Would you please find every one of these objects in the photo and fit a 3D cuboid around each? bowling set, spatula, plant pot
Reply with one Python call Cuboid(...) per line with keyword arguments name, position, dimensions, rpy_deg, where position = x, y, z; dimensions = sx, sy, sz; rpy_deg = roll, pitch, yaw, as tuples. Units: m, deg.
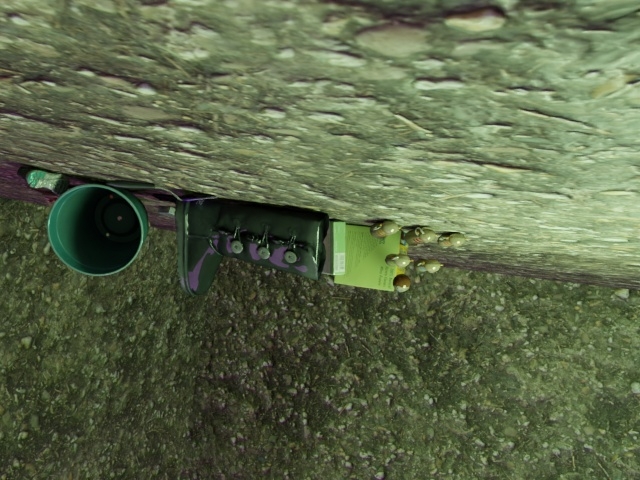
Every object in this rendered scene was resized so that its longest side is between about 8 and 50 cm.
Cuboid(name="bowling set", position=(0.281, 0.053, 1.556), dimensions=(0.287, 0.199, 0.154), rpy_deg=(5, 176, -10))
Cuboid(name="spatula", position=(-0.438, -0.136, 1.476), dimensions=(0.297, 0.030, 0.084), rpy_deg=(11, 180, -28))
Cuboid(name="plant pot", position=(-0.659, -0.055, 1.663), dimensions=(0.272, 0.271, 0.255), rpy_deg=(9, -168, -6))

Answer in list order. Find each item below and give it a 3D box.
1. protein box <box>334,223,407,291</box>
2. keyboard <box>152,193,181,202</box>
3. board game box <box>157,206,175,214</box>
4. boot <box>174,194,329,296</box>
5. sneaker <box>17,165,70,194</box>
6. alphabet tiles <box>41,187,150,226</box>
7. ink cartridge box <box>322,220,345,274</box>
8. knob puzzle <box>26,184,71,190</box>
Cuboid(name="protein box", position=(0.172, 0.059, 1.768), dimensions=(0.201, 0.199, 0.136), rpy_deg=(6, 176, 21))
Cuboid(name="keyboard", position=(-0.437, -0.117, 1.715), dimensions=(0.192, 0.038, 0.100), rpy_deg=(8, 176, 14))
Cuboid(name="board game box", position=(-0.568, -0.100, 2.161), dimensions=(0.154, 0.026, 0.104), rpy_deg=(23, 167, -41))
Cuboid(name="boot", position=(-0.205, 0.051, 1.630), dimensions=(0.446, 0.366, 0.146), rpy_deg=(7, -143, 6))
Cuboid(name="sneaker", position=(-0.792, -0.179, 1.526), dimensions=(0.076, 0.064, 0.166), rpy_deg=(24, 177, 15))
Cuboid(name="alphabet tiles", position=(-0.808, -0.108, 1.937), dimensions=(0.343, 0.011, 0.285), rpy_deg=(5, 153, -5))
Cuboid(name="ink cartridge box", position=(-0.008, 0.019, 1.766), dimensions=(0.056, 0.171, 0.235), rpy_deg=(-3, -176, -38))
Cuboid(name="knob puzzle", position=(-0.932, -0.178, 1.935), dimensions=(0.213, 0.029, 0.213), rpy_deg=(9, 175, 1))
